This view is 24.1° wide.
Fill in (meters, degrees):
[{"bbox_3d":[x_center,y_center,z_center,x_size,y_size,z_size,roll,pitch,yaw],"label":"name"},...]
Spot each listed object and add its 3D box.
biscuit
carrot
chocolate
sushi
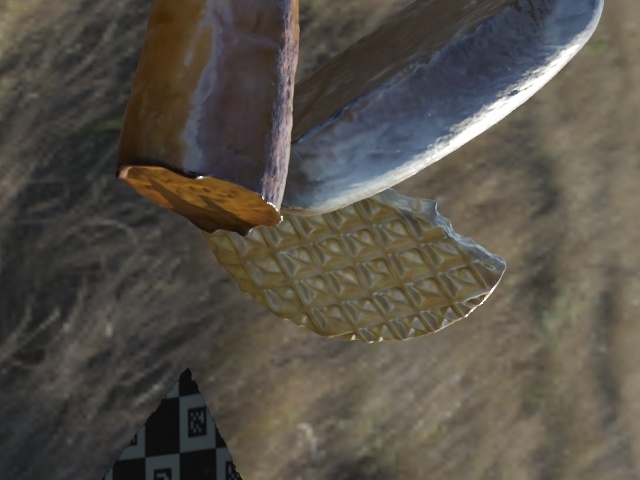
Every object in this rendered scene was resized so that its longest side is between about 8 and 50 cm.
[{"bbox_3d":[0.000,0.000,1.399,0.204,0.309,0.040,-51,-172,37],"label":"biscuit"},{"bbox_3d":[-0.039,-0.109,0.625,0.072,0.072,0.205,42,50,-63],"label":"carrot"},{"bbox_3d":[0.071,-0.094,0.921,0.080,0.254,0.157,52,16,-15],"label":"chocolate"},{"bbox_3d":[-0.106,0.264,1.251,0.047,0.219,0.231,10,38,-42],"label":"sushi"}]
